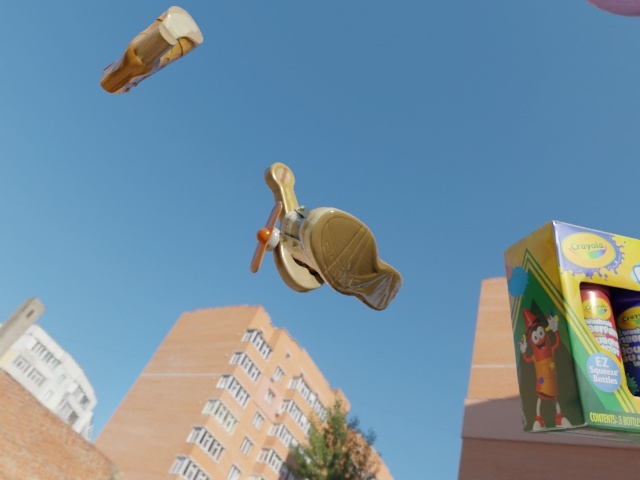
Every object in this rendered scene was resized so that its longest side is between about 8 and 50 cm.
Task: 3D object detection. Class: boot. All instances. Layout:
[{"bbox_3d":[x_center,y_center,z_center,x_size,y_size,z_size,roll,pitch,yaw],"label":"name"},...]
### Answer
[{"bbox_3d":[-0.416,-0.460,1.195,0.211,0.295,0.104,-27,-65,20],"label":"boot"},{"bbox_3d":[0.000,0.000,0.753,0.203,0.095,0.262,34,-3,38],"label":"boot"}]

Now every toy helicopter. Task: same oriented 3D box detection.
[{"bbox_3d":[-0.085,-0.038,1.239,0.235,0.355,0.140,0,-23,-42],"label":"toy helicopter"}]

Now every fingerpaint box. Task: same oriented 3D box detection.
[{"bbox_3d":[0.609,0.192,0.948,0.444,0.371,0.163,11,-27,-13],"label":"fingerpaint box"}]

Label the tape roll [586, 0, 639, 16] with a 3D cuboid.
[{"bbox_3d":[0.431,-0.402,0.649,0.189,0.080,0.189,36,-10,7],"label":"tape roll"}]
